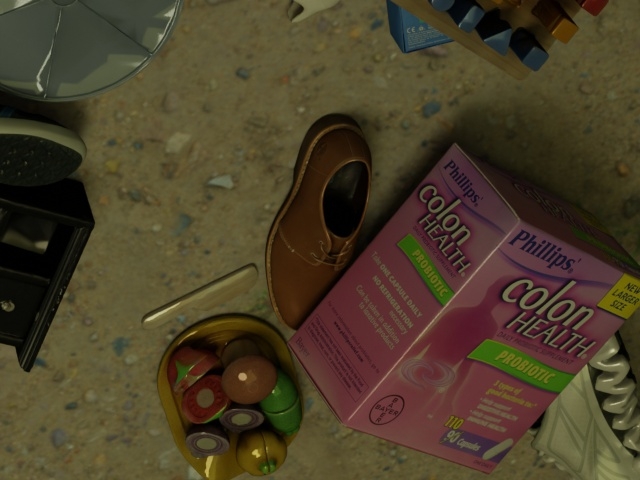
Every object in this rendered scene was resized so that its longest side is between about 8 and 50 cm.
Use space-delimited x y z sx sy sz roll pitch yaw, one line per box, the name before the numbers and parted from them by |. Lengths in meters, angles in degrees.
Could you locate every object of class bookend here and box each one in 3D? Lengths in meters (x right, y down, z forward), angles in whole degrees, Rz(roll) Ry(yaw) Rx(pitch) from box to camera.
bookend | -0.293 0.012 1.660 0.157 0.072 0.156 16 115 -24

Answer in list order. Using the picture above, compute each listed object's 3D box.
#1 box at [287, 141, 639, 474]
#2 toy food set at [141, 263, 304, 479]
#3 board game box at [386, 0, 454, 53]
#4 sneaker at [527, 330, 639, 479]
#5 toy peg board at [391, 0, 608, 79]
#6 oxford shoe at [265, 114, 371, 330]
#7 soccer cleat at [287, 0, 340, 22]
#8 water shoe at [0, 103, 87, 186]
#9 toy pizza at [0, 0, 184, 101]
box | 0.136 0.067 1.767 0.213 0.117 0.243 24 111 -45
toy food set | -0.080 0.144 1.806 0.128 0.071 0.218 -20 124 -5
board game box | 0.127 -0.272 1.630 0.160 0.047 0.210 -14 124 -9
sneaker | 0.267 0.195 1.933 0.118 0.110 0.292 -20 116 5
toy peg board | 0.163 -0.215 1.599 0.161 0.079 0.161 28 109 -29
oxford shoe | 0.000 0.000 1.742 0.076 0.076 0.212 0 122 -19
soccer cleat | -0.048 -0.249 1.582 0.076 0.068 0.196 -38 126 11
water shoe | -0.279 -0.101 1.589 0.203 0.080 0.073 11 140 -37
toy pizza | -0.207 -0.205 1.579 0.201 0.032 0.201 -8 122 -14
